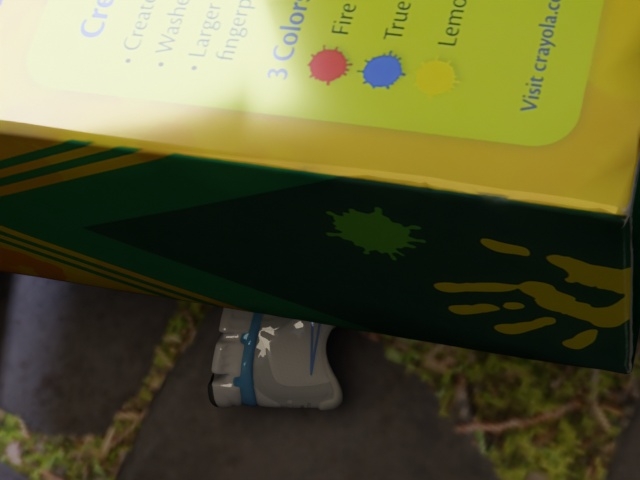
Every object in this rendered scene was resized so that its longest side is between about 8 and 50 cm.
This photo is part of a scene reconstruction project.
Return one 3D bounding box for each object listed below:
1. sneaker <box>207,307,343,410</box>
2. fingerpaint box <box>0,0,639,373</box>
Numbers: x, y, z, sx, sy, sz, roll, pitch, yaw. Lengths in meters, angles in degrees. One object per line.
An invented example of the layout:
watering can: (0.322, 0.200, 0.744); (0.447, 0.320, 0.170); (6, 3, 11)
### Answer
sneaker: (0.000, 0.000, 0.747); (0.083, 0.071, 0.190); (11, 82, 2)
fingerpaint box: (0.001, -0.190, 0.687); (0.371, 0.163, 0.444); (8, 65, 16)
